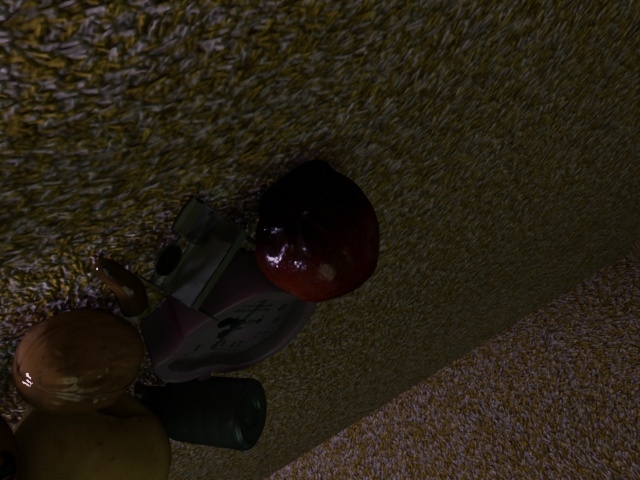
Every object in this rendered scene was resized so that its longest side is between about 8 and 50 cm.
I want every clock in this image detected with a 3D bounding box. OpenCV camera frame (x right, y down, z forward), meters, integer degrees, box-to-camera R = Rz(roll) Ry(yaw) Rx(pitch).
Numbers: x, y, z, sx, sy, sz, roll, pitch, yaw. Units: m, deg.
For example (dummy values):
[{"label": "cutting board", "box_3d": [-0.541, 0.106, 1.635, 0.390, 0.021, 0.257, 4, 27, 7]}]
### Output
[{"label": "clock", "box_3d": [-0.173, 0.156, 1.142, 0.338, 0.102, 0.339, -24, 153, -14]}]

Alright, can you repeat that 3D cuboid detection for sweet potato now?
[{"label": "sweet potato", "box_3d": [-0.308, 0.077, 0.919, 0.053, 0.054, 0.182, -33, 152, -19]}]

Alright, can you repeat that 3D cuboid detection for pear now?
[{"label": "pear", "box_3d": [-0.441, 0.426, 1.083, 0.309, 0.309, 0.309, -25, 152, -14]}]

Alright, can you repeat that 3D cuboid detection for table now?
[{"label": "table", "box_3d": [-0.178, 0.033, 0.910, 0.146, 0.062, 0.175, -58, 156, -9]}]

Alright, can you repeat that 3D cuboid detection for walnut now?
[{"label": "walnut", "box_3d": [-0.382, 0.191, 0.918, 0.197, 0.165, 0.165, 3, 137, -48]}]

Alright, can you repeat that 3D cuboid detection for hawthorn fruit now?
[{"label": "hawthorn fruit", "box_3d": [0.000, 0.000, 0.959, 0.215, 0.215, 0.250, -34, 157, 2]}]

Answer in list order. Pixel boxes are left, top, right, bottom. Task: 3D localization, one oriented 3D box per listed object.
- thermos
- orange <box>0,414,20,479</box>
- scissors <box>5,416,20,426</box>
[{"label": "thermos", "box_3d": [-0.263, 0.372, 1.255, 0.286, 0.145, 0.182, -2, 131, 23]}, {"label": "orange", "box_3d": [-0.589, 0.359, 0.855, 0.274, 0.274, 0.274, -25, 152, -14]}, {"label": "scissors", "box_3d": [-0.611, 0.332, 1.056, 0.110, 0.021, 0.212, -43, 151, 13]}]
